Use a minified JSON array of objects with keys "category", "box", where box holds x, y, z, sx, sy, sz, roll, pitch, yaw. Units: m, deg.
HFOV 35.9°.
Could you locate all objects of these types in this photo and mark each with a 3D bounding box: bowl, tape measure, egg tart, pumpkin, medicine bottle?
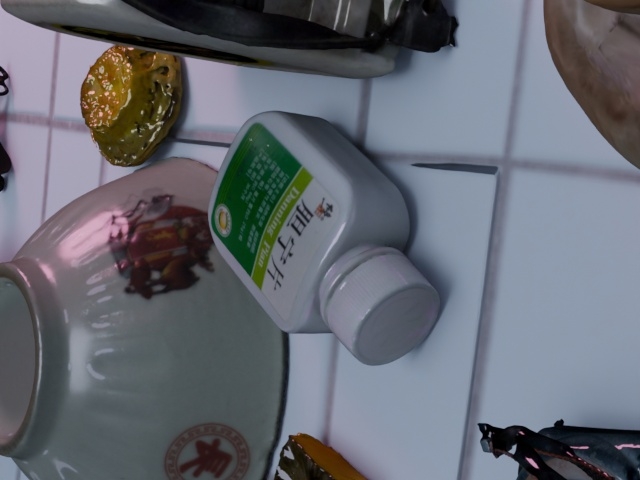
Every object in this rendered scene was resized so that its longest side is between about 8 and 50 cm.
[{"category":"bowl","box":[-0.188,0.092,0.805,0.337,0.157,0.337,-4,85,49]},{"category":"tape measure","box":[0.107,0.133,0.445,0.104,0.180,0.107,-8,81,33]},{"category":"egg tart","box":[-0.173,-0.130,0.877,0.130,0.052,0.130,-13,71,42]},{"category":"pumpkin","box":[-0.006,0.178,0.662,0.083,0.054,0.074,31,107,52]},{"category":"tape measure","box":[-0.081,-0.185,0.634,0.271,0.231,0.133,21,102,49]},{"category":"medicine bottle","box":[0.000,0.000,0.653,0.183,0.069,0.119,47,120,39]}]

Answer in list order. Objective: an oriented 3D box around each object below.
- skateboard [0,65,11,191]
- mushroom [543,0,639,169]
[{"category":"skateboard","box":[-0.388,-0.137,1.137,0.080,0.067,0.151,-35,58,33]},{"category":"mushroom","box":[0.158,-0.113,0.369,0.204,0.204,0.204,-4,85,50]}]
